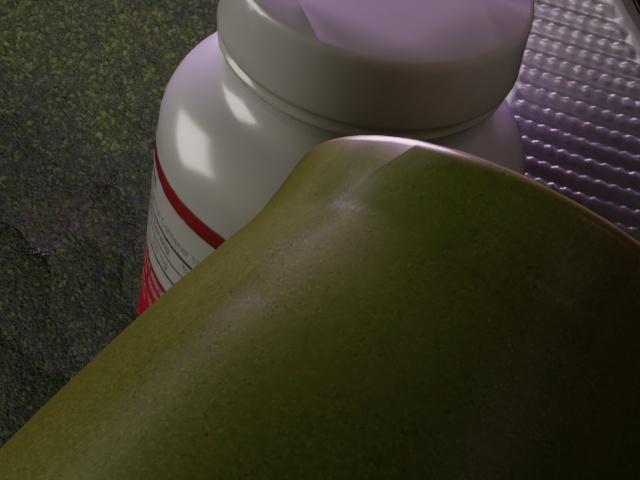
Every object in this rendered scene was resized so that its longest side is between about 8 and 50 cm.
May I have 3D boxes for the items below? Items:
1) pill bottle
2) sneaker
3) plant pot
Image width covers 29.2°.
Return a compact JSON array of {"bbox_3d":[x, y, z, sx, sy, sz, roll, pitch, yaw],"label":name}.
[{"bbox_3d":[0.000,0.000,0.809,0.229,0.229,0.408,-71,-4,-48],"label":"pill bottle"},{"bbox_3d":[0.192,-0.105,0.857,0.127,0.126,0.321,28,-128,-53],"label":"sneaker"},{"bbox_3d":[0.003,0.158,0.525,0.353,0.366,0.366,-58,-2,-18],"label":"plant pot"}]
